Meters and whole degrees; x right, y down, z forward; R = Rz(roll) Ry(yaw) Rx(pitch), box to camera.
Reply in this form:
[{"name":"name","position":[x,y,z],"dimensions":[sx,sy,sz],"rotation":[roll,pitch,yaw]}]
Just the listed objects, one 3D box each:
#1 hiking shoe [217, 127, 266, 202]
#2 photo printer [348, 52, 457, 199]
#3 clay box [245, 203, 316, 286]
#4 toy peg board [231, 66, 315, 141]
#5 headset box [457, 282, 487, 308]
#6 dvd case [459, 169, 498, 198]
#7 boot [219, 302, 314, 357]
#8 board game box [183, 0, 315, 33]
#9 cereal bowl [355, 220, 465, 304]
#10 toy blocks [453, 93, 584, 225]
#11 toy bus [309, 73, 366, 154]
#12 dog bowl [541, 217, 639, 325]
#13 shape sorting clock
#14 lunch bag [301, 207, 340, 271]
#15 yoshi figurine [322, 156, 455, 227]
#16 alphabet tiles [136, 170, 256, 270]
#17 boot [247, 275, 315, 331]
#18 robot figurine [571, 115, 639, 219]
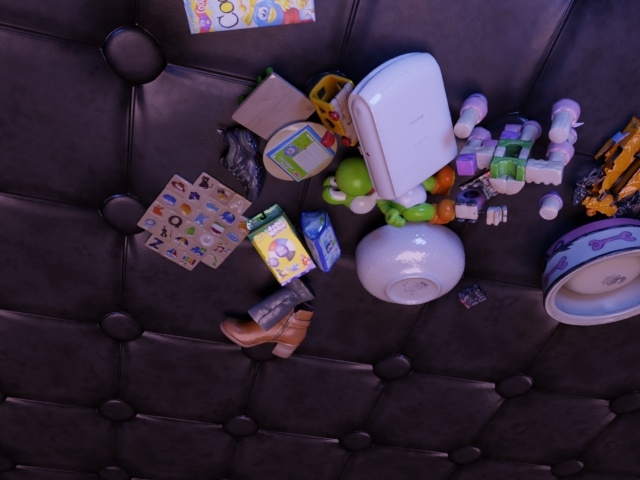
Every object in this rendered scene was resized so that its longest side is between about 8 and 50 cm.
[{"name":"hiking shoe","position":[-0.219,-0.210,1.619],"dimensions":[0.114,0.086,0.227],"rotation":[4,124,13]},{"name":"photo printer","position":[0.206,-0.293,1.455],"dimensions":[0.256,0.107,0.307],"rotation":[-35,123,-22]},{"name":"clay box","position":[-0.121,0.015,1.762],"dimensions":[0.127,0.053,0.222],"rotation":[-31,107,11]},{"name":"toy peg board","position":[-0.122,-0.352,1.511],"dimensions":[0.161,0.079,0.160],"rotation":[-39,135,27]},{"name":"headset box","position":[0.505,0.188,1.967],"dimensions":[0.083,0.032,0.062],"rotation":[-32,122,23]},{"name":"dvd case","position":[0.477,-0.156,1.704],"dimensions":[0.119,0.013,0.087],"rotation":[-32,122,21]},{"name":"boot","position":[-0.177,0.267,1.977],"dimensions":[0.283,0.109,0.220],"rotation":[25,117,-6]},{"name":"board game box","position":[-0.155,-0.559,1.289],"dimensions":[0.275,0.144,0.142],"rotation":[-5,128,2]},{"name":"cereal bowl","position":[0.271,0.095,1.772],"dimensions":[0.339,0.141,0.339],"rotation":[1,143,1]},{"name":"toy blocks","position":[0.508,-0.232,1.517],"dimensions":[0.288,0.260,0.309],"rotation":[8,131,26]},{"name":"toy bus","position":[0.049,-0.324,1.495],"dimensions":[0.191,0.104,0.202],"rotation":[-15,126,-47]},{"name":"dog bowl","position":[0.862,0.092,1.778],"dimensions":[0.408,0.150,0.408],"rotation":[-3,141,-3]},{"name":"shape sorting clock","position":[-0.055,-0.240,1.588],"dimensions":[0.206,0.040,0.206],"rotation":[-15,142,-12]},{"name":"lunch bag","position":[0.000,0.000,1.732],"dimensions":[0.096,0.151,0.129],"rotation":[-13,127,10]},{"name":"yoshi figurine","position":[0.188,-0.145,1.608],"dimensions":[0.362,0.203,0.203],"rotation":[4,115,-1]},{"name":"alphabet tiles","position":[-0.374,-0.050,1.776],"dimensions":[0.285,0.011,0.342],"rotation":[32,121,-23]},{"name":"boot","position":[-0.144,0.172,1.882],"dimensions":[0.208,0.076,0.190],"rotation":[-30,105,13]},{"name":"robot figurine","position":[0.838,-0.189,1.639],"dimensions":[0.211,0.085,0.291],"rotation":[19,125,-15]}]
